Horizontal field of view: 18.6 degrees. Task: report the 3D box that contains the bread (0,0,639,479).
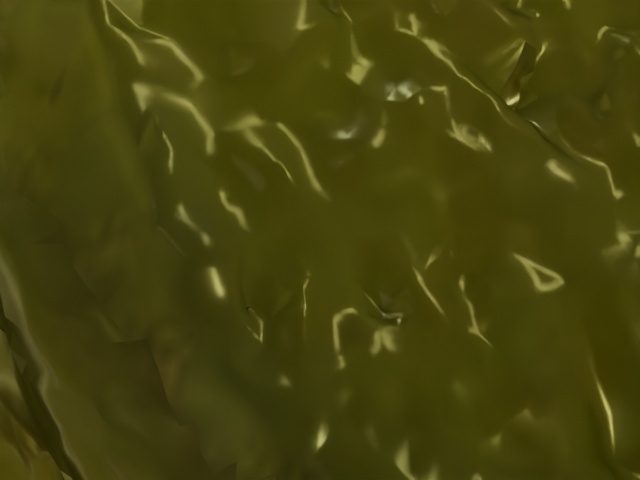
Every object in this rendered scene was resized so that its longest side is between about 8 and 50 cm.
[{"bbox_3d":[0.000,0.000,0.542,0.308,0.348,0.348,138,-51,-62],"label":"bread"}]
